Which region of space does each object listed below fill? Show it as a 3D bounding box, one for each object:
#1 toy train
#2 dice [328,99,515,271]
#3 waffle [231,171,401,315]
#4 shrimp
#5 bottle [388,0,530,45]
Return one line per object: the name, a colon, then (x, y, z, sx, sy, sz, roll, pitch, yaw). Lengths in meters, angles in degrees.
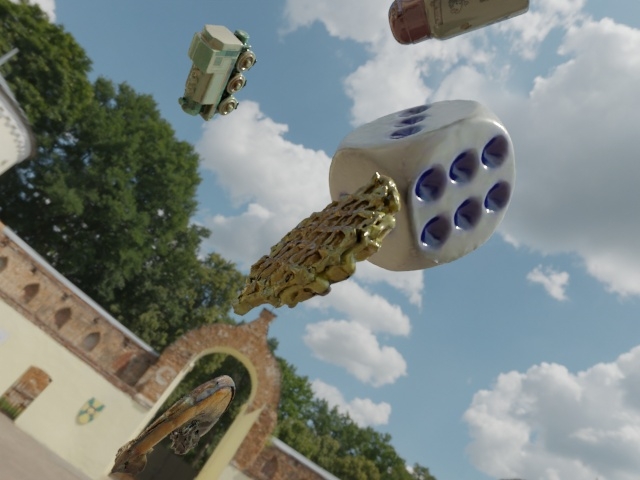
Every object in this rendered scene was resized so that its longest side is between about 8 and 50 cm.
toy train: (-0.205, -0.316, 0.924, 0.080, 0.125, 0.194, 48, -52, 16)
dice: (0.183, -0.108, 0.899, 0.251, 0.259, 0.242, 24, -46, 58)
waffle: (0.001, 0.001, 0.634, 0.245, 0.254, 0.052, -30, -74, 25)
shrimp: (-0.256, 0.338, 0.831, 0.054, 0.222, 0.290, 47, -44, 16)
bottle: (0.236, -0.416, 0.847, 0.234, 0.109, 0.109, -13, -50, 20)
